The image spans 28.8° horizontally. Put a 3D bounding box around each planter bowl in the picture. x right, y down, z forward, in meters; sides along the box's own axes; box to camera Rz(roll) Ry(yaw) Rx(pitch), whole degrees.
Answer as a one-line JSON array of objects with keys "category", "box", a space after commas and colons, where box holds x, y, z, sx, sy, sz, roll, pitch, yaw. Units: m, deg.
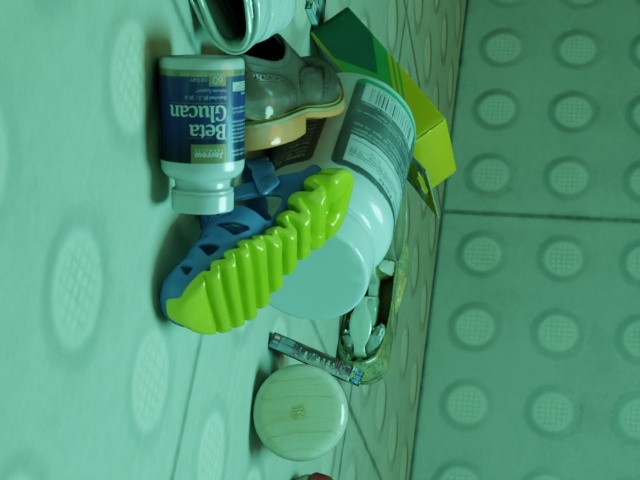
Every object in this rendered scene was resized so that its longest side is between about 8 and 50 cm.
[{"category": "planter bowl", "box": [0.100, -0.041, 2.392, 0.162, 0.109, 0.162, 3, 90, -77]}]

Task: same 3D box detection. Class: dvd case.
[{"category": "dvd case", "box": [-0.004, -0.413, 2.052, 0.087, 0.013, 0.120, 56, 38, -70]}]

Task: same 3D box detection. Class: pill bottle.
[{"category": "pill bottle", "box": [-0.130, -0.117, 1.373, 0.094, 0.094, 0.170, -41, 132, -73]}, {"category": "pill bottle", "box": [0.015, -0.068, 1.786, 0.361, 0.204, 0.204, -71, 160, -50]}]

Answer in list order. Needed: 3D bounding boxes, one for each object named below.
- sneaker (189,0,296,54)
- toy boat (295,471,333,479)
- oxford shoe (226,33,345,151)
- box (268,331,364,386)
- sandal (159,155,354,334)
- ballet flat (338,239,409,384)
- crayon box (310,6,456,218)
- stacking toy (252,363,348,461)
[{"category": "sneaker", "box": [-0.092, -0.366, 1.458, 0.169, 0.108, 0.293, -55, 142, -61]}, {"category": "toy boat", "box": [0.019, 0.507, 2.068, 0.151, 0.151, 0.231, 66, 30, -64]}, {"category": "oxford shoe", "box": [-0.048, -0.219, 1.657, 0.364, 0.129, 0.133, -55, 138, -69]}, {"category": "box", "box": [-0.005, 0.183, 1.913, 0.027, 0.137, 0.094, -66, 164, -6]}, {"category": "sandal", "box": [-0.095, -0.004, 1.504, 0.317, 0.138, 0.126, -42, 150, -44]}, {"category": "ballet flat", "box": [0.100, 0.105, 2.440, 0.123, 0.123, 0.349, 62, 35, -67]}, {"category": "crayon box", "box": [0.122, -0.210, 2.068, 0.323, 0.083, 0.203, 53, -4, 23]}, {"category": "stacking toy", "box": [-0.017, 0.275, 1.958, 0.330, 0.141, 0.141, 63, 31, -79]}]
